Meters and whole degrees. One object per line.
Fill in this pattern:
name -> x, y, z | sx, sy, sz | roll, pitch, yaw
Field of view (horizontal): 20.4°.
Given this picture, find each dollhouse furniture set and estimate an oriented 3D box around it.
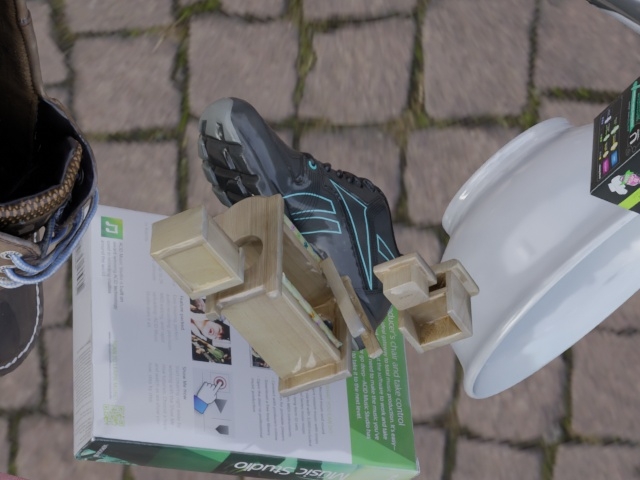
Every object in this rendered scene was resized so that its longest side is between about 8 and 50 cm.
dollhouse furniture set -> 0.000, 0.000, 1.240 | 0.161, 0.101, 0.182 | -19, 135, 21

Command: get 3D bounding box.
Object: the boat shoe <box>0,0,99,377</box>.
boat shoe -> -0.105, -0.016, 0.528 | 0.066, 0.066, 0.183 | 18, 143, 21

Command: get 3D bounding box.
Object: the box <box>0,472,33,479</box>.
box -> -0.362, 0.319, 1.797 | 0.232, 0.148, 0.127 | 17, 126, -15

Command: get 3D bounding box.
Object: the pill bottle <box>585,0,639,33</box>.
pill bottle -> 0.126, -0.096, 0.344 | 0.283, 0.161, 0.161 | 28, 102, -22

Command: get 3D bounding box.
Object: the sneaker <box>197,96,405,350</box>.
sneaker -> -0.011, -0.029, 1.515 | 0.106, 0.101, 0.267 | -44, 125, -17

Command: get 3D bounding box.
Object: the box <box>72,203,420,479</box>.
box -> -0.069, 0.101, 1.638 | 0.322, 0.058, 0.232 | 9, 60, -23

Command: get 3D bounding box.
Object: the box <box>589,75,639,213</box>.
box -> 0.185, -0.053, 0.911 | 0.062, 0.052, 0.083 | 20, 145, -17

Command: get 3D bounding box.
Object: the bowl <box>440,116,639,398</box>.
bowl -> 0.198, -0.009, 1.515 | 0.298, 0.298, 0.134 | -44, 73, 10
